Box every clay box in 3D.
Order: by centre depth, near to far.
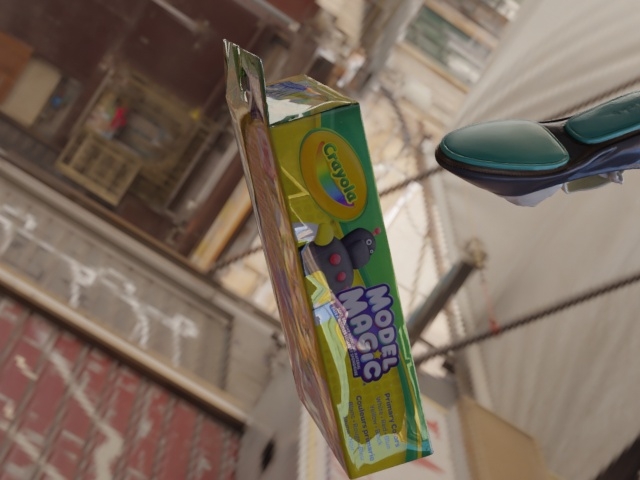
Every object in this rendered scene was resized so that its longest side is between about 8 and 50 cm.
[{"bbox_3d":[0.000,0.000,0.694,0.053,0.222,0.127,-15,-163,-10],"label":"clay box"}]

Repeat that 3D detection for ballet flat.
[{"bbox_3d":[0.179,-0.060,0.985,0.203,0.074,0.074,-14,180,-20],"label":"ballet flat"}]
